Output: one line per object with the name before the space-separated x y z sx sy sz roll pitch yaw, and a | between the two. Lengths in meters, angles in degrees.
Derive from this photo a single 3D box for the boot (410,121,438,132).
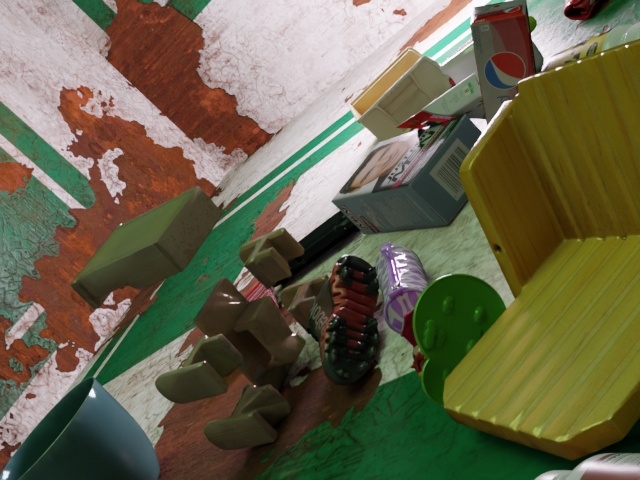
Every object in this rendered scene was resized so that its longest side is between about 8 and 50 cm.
boot | 0.187 -0.197 1.999 0.198 0.077 0.137 -36 7 -15

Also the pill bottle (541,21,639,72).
pill bottle | 0.456 -0.268 1.331 0.119 0.119 0.208 -52 16 -22

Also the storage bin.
storage bin | 0.220 -0.398 2.314 0.260 0.123 0.262 -44 14 10

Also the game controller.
game controller | 0.000 0.000 2.027 0.319 0.067 0.166 -36 4 34

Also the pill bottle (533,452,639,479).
pill bottle | 0.251 0.217 0.616 0.121 0.121 0.216 -55 16 -28

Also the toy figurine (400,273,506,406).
toy figurine | 0.161 0.140 1.153 0.159 0.130 0.173 137 148 -75

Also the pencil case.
pencil case | 0.133 0.077 1.375 0.086 0.088 0.206 -41 15 11

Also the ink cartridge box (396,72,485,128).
ink cartridge box | 0.289 -0.250 1.668 0.181 0.056 0.225 -3 -20 -40

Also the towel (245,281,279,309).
towel | -0.176 0.197 2.006 0.199 0.031 0.275 -49 15 3

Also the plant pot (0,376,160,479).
plant pot | -0.474 0.466 1.732 0.293 0.235 0.293 -43 14 14

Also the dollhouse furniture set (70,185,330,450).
dollhouse furniture set | -0.213 0.130 1.561 0.256 0.394 0.362 -21 29 39

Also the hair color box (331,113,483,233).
hair color box | 0.181 -0.124 1.718 0.185 0.113 0.374 -51 15 -16

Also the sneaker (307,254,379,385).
sneaker | 0.036 0.152 1.436 0.135 0.098 0.276 -56 17 36

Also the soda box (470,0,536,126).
soda box | 0.313 -0.257 1.403 0.092 0.263 0.083 -7 32 18

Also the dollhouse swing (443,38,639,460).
dollhouse swing | 0.245 0.003 0.913 0.305 0.315 0.347 -30 10 -19

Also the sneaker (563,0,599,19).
sneaker | 0.594 -0.535 1.764 0.221 0.087 0.128 -46 17 56

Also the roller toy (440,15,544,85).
roller toy | 0.363 -0.365 1.786 0.191 0.146 0.209 -42 9 -29
